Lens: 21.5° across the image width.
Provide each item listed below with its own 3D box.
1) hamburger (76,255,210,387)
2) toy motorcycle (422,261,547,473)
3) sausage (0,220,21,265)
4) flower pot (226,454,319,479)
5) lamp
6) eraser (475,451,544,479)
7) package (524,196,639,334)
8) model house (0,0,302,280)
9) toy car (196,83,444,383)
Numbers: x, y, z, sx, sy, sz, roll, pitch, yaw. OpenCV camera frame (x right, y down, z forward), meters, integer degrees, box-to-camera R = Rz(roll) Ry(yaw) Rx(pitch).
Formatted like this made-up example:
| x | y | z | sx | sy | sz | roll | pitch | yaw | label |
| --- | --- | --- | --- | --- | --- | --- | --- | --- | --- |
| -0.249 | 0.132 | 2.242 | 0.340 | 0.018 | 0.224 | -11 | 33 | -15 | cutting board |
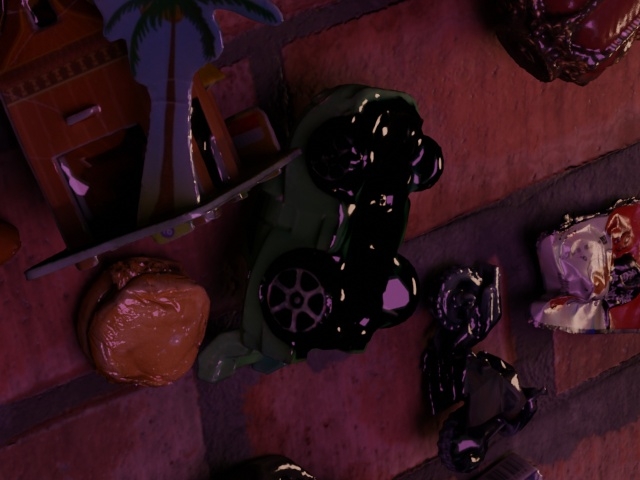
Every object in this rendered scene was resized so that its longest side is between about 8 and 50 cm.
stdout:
| x | y | z | sx | sy | sz | roll | pitch | yaw | label |
| --- | --- | --- | --- | --- | --- | --- | --- | --- | --- |
| -0.194 | 0.088 | 1.830 | 0.138 | 0.083 | 0.147 | 1 | 111 | -40 | hamburger |
| 0.205 | 0.156 | 2.129 | 0.159 | 0.106 | 0.270 | -12 | 106 | -35 | toy motorcycle |
| -0.371 | -0.008 | 1.679 | 0.183 | 0.054 | 0.062 | 25 | 114 | -43 | sausage |
| -0.021 | 0.392 | 1.958 | 0.302 | 0.302 | 0.213 | 22 | 93 | -40 | flower pot |
| 0.323 | -0.308 | 1.963 | 0.274 | 0.177 | 0.177 | -47 | 129 | -11 | lamp |
| 0.211 | 0.393 | 2.262 | 0.210 | 0.068 | 0.124 | -33 | 128 | -18 | eraser |
| 0.366 | 0.039 | 2.219 | 0.269 | 0.071 | 0.194 | -8 | 118 | -46 | package |
| -0.148 | -0.180 | 1.612 | 0.323 | 0.340 | 0.300 | 67 | 22 | -7 | model house |
| 0.000 | 0.000 | 1.865 | 0.213 | 0.176 | 0.358 | -5 | 108 | -61 | toy car |
